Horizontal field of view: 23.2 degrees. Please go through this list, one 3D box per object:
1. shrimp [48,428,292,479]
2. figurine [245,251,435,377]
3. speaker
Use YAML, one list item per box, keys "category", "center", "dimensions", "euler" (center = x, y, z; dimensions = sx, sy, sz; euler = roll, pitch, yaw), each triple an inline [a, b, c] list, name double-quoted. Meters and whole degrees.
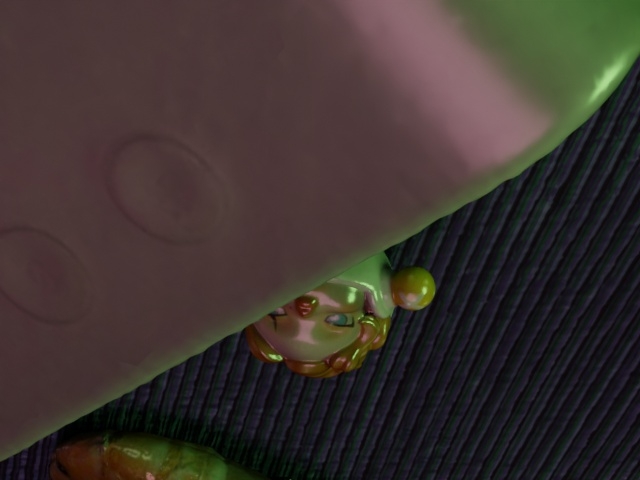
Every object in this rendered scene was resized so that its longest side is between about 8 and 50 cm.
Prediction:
- category: "shrimp"
  center: [-0.059, 0.172, 0.918]
  dimensions: [0.217, 0.051, 0.150]
  euler: [24, 143, -6]
- category: "figurine"
  center: [-0.005, -0.002, 0.700]
  dimensions: [0.101, 0.068, 0.143]
  euler: [-11, 122, 18]
- category: "speaker"
  center: [-0.088, -0.067, 0.555]
  dimensions: [0.406, 0.183, 0.184]
  euler: [-30, 113, 38]
